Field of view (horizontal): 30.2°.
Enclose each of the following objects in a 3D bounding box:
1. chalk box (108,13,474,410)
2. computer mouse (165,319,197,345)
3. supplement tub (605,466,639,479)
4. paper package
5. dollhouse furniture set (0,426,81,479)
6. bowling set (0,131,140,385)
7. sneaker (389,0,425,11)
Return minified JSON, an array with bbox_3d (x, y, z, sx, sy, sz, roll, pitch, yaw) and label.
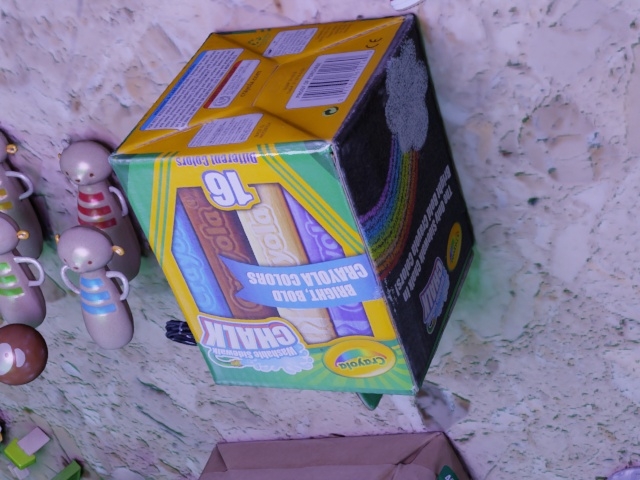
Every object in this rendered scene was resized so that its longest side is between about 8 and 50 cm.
[{"bbox_3d":[0.000,0.000,0.912,0.179,0.180,0.289,0,128,26],"label":"chalk box"},{"bbox_3d":[-0.023,0.082,1.071,0.242,0.041,0.071,5,165,7],"label":"computer mouse"},{"bbox_3d":[0.285,0.303,1.036,0.117,0.190,0.117,14,134,15],"label":"supplement tub"},{"bbox_3d":[0.040,0.372,1.239,0.309,0.168,0.325,-10,124,31],"label":"paper package"},{"bbox_3d":[-0.361,0.246,1.425,0.151,0.058,0.076,40,146,16],"label":"dollhouse furniture set"},{"bbox_3d":[-0.223,0.016,1.032,0.287,0.200,0.154,5,130,17],"label":"bowling set"},{"bbox_3d":[0.074,-0.207,0.785,0.067,0.042,0.118,41,127,-18],"label":"sneaker"}]
